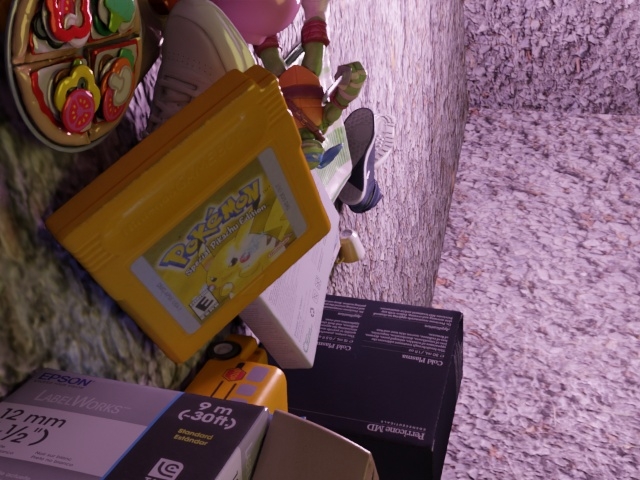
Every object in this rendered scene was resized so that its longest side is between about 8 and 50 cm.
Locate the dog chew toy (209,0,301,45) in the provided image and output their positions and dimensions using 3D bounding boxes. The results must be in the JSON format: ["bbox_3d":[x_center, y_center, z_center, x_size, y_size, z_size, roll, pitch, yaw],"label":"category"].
[{"bbox_3d":[-0.071,-0.418,1.010,0.206,0.206,0.332,-32,134,-69],"label":"dog chew toy"}]

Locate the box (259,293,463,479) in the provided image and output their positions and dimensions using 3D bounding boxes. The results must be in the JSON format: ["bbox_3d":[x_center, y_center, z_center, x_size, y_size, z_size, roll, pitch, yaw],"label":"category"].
[{"bbox_3d":[0.059,0.269,1.404,0.312,0.343,0.179,-64,154,-48],"label":"box"}]

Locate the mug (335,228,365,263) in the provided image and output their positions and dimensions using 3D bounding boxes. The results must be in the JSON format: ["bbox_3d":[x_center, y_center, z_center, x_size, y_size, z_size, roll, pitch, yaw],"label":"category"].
[{"bbox_3d":[0.064,0.014,1.827,0.078,0.062,0.064,-75,154,-48],"label":"mug"}]

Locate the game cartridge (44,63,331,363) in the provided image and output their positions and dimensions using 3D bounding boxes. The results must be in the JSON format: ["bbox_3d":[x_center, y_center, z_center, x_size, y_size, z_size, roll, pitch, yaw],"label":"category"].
[{"bbox_3d":[-0.128,-0.018,0.938,0.285,0.052,0.324,-42,151,-12],"label":"game cartridge"}]

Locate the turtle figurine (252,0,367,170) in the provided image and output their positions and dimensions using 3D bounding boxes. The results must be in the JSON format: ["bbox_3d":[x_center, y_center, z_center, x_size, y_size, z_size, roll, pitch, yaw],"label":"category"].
[{"bbox_3d":[-0.044,-0.249,1.119,0.274,0.198,0.266,17,61,-49],"label":"turtle figurine"}]

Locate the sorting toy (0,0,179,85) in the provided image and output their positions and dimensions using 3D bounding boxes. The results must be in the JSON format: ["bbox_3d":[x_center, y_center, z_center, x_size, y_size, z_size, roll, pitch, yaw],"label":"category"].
[{"bbox_3d":[-0.217,-0.255,0.831,0.229,0.041,0.307,79,23,-44],"label":"sorting toy"}]

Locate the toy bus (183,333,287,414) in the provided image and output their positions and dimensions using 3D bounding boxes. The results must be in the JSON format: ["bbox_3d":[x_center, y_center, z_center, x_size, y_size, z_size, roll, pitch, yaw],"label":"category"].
[{"bbox_3d":[-0.139,0.260,1.108,0.333,0.130,0.108,-53,146,-60],"label":"toy bus"}]

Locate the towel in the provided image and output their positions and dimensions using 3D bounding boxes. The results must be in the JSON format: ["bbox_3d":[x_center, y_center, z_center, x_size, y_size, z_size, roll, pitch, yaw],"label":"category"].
[{"bbox_3d":[-0.005,-0.215,1.519,0.248,0.038,0.325,-60,147,-52],"label":"towel"}]

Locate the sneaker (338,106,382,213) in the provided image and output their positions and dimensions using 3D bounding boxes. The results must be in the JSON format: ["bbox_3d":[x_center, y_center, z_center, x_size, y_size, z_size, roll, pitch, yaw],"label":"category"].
[{"bbox_3d":[0.093,-0.172,1.804,0.163,0.086,0.226,38,61,-69],"label":"sneaker"}]

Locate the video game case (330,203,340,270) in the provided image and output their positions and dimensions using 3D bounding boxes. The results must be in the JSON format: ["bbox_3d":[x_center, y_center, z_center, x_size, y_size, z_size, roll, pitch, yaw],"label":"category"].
[{"bbox_3d":[0.000,0.000,1.668,0.183,0.023,0.201,-68,157,-43],"label":"video game case"}]

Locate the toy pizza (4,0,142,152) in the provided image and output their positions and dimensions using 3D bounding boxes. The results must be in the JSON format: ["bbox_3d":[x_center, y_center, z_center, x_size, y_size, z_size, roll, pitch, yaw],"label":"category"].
[{"bbox_3d":[-0.222,-0.182,0.764,0.201,0.032,0.201,12,90,-71],"label":"toy pizza"}]

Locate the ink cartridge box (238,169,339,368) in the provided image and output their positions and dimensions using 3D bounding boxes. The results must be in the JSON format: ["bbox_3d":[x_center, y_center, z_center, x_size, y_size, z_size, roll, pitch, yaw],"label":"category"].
[{"bbox_3d":[-0.072,-0.014,1.274,0.330,0.071,0.324,59,33,-44],"label":"ink cartridge box"}]

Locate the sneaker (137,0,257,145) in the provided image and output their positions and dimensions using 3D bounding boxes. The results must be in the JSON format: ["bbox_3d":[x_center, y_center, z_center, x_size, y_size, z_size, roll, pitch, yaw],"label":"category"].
[{"bbox_3d":[-0.150,-0.126,0.930,0.152,0.114,0.305,-44,146,-47],"label":"sneaker"}]

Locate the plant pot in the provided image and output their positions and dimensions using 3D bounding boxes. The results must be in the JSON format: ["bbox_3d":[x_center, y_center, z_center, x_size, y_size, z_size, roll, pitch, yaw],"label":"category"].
[{"bbox_3d":[-0.002,0.236,0.743,0.109,0.096,0.109,74,28,-52],"label":"plant pot"}]

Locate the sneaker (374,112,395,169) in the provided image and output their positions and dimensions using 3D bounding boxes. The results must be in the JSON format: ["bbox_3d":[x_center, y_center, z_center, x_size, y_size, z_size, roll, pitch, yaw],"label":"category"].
[{"bbox_3d":[0.136,-0.220,1.951,0.235,0.090,0.095,-62,162,-49],"label":"sneaker"}]

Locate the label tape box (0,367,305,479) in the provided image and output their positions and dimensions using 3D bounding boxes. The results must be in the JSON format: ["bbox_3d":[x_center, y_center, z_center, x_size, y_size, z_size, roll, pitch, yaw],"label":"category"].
[{"bbox_3d":[-0.183,0.206,0.737,0.348,0.249,0.115,-51,144,-61],"label":"label tape box"}]
